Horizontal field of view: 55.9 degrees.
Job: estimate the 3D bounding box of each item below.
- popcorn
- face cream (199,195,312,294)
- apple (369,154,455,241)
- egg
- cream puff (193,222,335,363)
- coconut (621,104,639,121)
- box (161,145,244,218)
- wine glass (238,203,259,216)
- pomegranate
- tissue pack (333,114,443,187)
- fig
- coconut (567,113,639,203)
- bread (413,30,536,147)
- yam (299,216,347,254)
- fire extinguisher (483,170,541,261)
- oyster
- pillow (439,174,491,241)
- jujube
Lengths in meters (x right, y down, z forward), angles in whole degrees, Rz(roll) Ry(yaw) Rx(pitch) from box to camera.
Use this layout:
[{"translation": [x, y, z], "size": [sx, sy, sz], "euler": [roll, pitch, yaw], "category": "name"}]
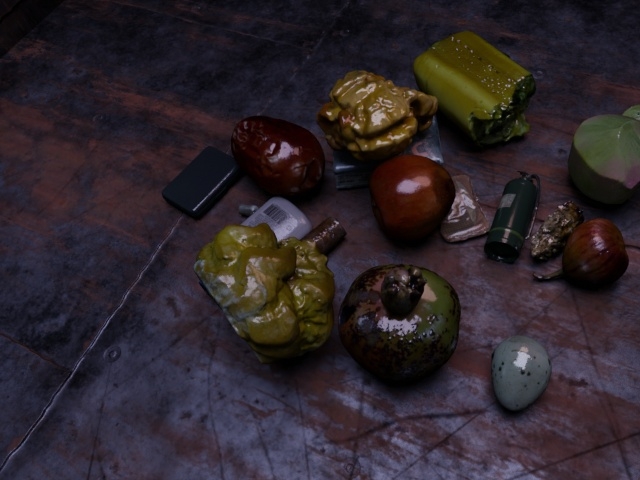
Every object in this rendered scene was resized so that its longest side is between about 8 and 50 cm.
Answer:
[{"translation": [0.156, -0.332, 1.607], "size": [0.331, 0.225, 0.265], "euler": [-5, 35, -9], "category": "popcorn"}, {"translation": [-0.185, 0.026, 1.644], "size": [0.163, 0.080, 0.336], "euler": [39, 70, 23], "category": "face cream"}, {"translation": [0.240, -0.112, 1.575], "size": [0.229, 0.230, 0.230], "euler": [-5, 55, 8], "category": "apple"}, {"translation": [0.431, 0.288, 1.317], "size": [0.131, 0.131, 0.164], "euler": [21, 70, 23], "category": "egg"}, {"translation": [-0.105, 0.102, 1.412], "size": [0.275, 0.378, 0.378], "euler": [-37, 57, -6], "category": "cream puff"}, {"translation": [0.909, -0.337, 1.696], "size": [0.133, 0.055, 0.158], "euler": [11, 58, 16], "category": "coconut"}, {"translation": [-0.357, -0.180, 1.840], "size": [0.160, 0.050, 0.230], "euler": [29, 66, 26], "category": "box"}, {"translation": [-0.196, -0.088, 1.752], "size": [0.083, 0.042, 0.039], "euler": [11, 30, 20], "category": "wine glass"}, {"translation": [0.172, 0.160, 1.325], "size": [0.284, 0.341, 0.285], "euler": [-4, 59, 6], "category": "pomegranate"}, {"translation": [0.192, -0.276, 1.767], "size": [0.315, 0.103, 0.228], "euler": [-4, 53, 7], "category": "tissue pack"}, {"translation": [0.647, 0.047, 1.441], "size": [0.202, 0.148, 0.149], "euler": [-64, 25, 13], "category": "fig"}, {"translation": [0.742, -0.217, 1.538], "size": [0.204, 0.236, 0.236], "euler": [36, 69, 26], "category": "coconut"}, {"translation": [0.447, -0.442, 1.764], "size": [0.251, 0.208, 0.377], "euler": [-28, 55, -12], "category": "bread"}, {"translation": [-0.001, -0.001, 1.631], "size": [0.141, 0.079, 0.079], "euler": [-39, 58, -17], "category": "yam"}, {"translation": [0.513, -0.083, 1.579], "size": [0.118, 0.093, 0.295], "euler": [-18, 38, 53], "category": "fire extinguisher"}, {"translation": [0.593, -0.018, 1.510], "size": [0.177, 0.106, 0.056], "euler": [-31, 27, -11], "category": "oyster"}, {"translation": [0.372, -0.089, 1.645], "size": [0.135, 0.034, 0.211], "euler": [-16, 56, 0], "category": "pillow"}, {"translation": [-0.127, -0.251, 1.751], "size": [0.223, 0.223, 0.318], "euler": [-40, 48, -16], "category": "jujube"}]
